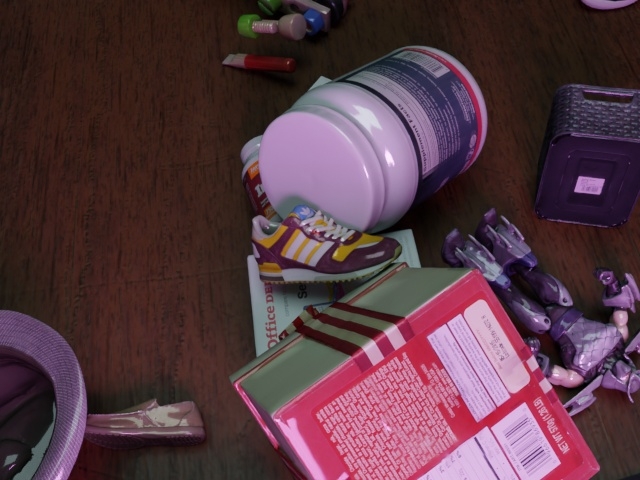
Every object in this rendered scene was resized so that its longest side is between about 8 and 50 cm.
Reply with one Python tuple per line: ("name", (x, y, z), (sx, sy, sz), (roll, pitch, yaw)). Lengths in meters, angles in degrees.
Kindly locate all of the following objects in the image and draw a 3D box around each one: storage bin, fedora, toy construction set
("storage bin", (0.347, -0.104, 1.024), (0.122, 0.180, 0.084), (7, 57, 10))
("fedora", (-0.361, 0.229, 0.901), (0.243, 0.124, 0.276), (16, 70, 18))
("toy construction set", (-0.101, -0.427, 1.293), (0.237, 0.257, 0.309), (13, 80, 34))

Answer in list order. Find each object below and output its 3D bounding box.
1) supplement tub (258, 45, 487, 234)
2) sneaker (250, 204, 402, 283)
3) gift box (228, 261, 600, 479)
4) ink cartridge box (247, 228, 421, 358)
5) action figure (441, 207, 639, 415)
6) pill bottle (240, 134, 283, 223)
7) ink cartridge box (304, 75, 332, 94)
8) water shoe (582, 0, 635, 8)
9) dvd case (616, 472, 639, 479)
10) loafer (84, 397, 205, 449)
("supplement tub", (0.071, -0.124, 1.012), (0.191, 0.191, 0.272), (32, 42, 23))
("sneaker", (0.000, 0.000, 0.895), (0.185, 0.084, 0.069), (-7, 12, 29))
("gift box", (0.093, 0.171, 0.789), (0.276, 0.258, 0.255), (-29, 96, -14))
("ink cartridge box", (0.024, 0.087, 0.981), (0.212, 0.093, 0.154), (-9, 57, 2))
("action figure", (0.275, 0.085, 0.959), (0.185, 0.099, 0.285), (-35, 63, -23))
("pill bottle", (-0.058, -0.069, 1.095), (0.086, 0.086, 0.152), (-20, 57, -8))
("ink cartridge box", (-0.009, -0.199, 1.199), (0.028, 0.048, 0.083), (29, 65, 22))
("water shoe", (0.513, -0.433, 1.285), (0.203, 0.080, 0.073), (-12, 56, -3))
("dvd case", (0.357, 0.293, 0.808), (0.221, 0.018, 0.164), (-15, 22, -6))
("loafer", (-0.208, 0.215, 0.943), (0.147, 0.056, 0.050), (3, 56, -5))
